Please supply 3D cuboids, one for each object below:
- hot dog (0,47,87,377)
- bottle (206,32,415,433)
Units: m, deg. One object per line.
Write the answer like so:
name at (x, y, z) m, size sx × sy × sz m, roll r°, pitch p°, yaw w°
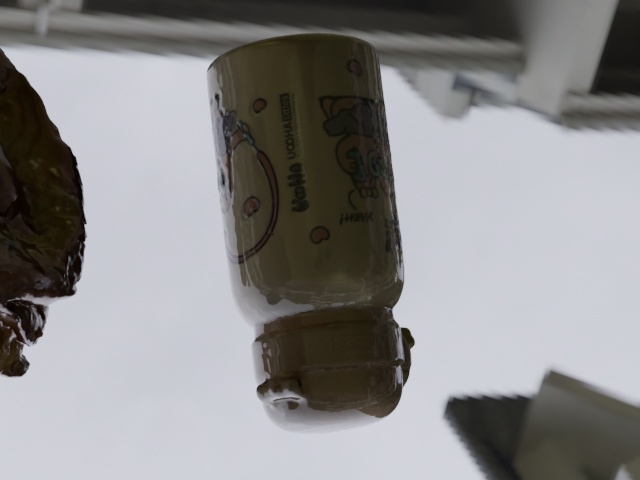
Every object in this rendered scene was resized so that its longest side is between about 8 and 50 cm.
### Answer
hot dog at (-0.219, -0.048, 0.780) m, size 0.272 × 0.122 × 0.196 m, roll 38°, pitch -153°, yaw -34°
bottle at (0.000, 0.000, 0.976) m, size 0.097 × 0.209 × 0.110 m, roll -15°, pitch 168°, yaw 40°
